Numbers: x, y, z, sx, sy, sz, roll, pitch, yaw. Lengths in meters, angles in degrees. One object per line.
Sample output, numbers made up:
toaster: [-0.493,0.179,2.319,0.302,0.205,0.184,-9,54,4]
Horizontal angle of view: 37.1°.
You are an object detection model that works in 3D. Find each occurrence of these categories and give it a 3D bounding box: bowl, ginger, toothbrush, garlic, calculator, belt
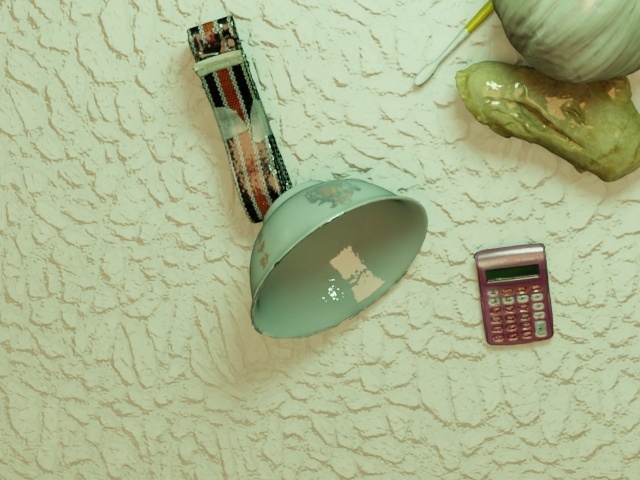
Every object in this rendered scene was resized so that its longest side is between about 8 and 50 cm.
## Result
bowl: [0.000,0.000,1.617,0.345,0.345,0.157,-44,60,16]
ginger: [0.385,-0.208,1.557,0.354,0.126,0.190,16,135,0]
toothbrush: [0.259,-0.364,1.583,0.021,0.024,0.288,43,105,-9]
garlic: [0.387,-0.372,1.425,0.317,0.317,0.259,35,145,-4]
calculator: [0.347,0.098,1.704,0.126,0.034,0.190,-7,111,8]
belt: [-0.133,-0.201,1.633,0.094,0.126,0.360,-17,110,2]
